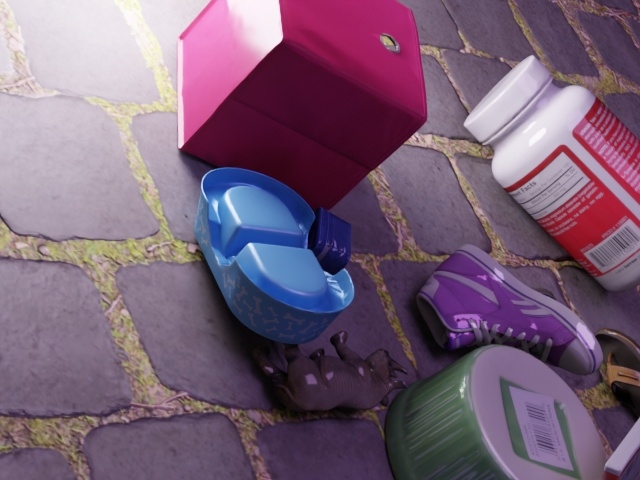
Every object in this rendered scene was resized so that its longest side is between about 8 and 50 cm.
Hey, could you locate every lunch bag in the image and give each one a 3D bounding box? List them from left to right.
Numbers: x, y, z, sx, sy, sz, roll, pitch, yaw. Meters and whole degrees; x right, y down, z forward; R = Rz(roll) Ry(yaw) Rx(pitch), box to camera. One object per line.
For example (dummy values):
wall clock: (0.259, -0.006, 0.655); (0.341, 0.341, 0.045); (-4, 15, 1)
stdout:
lunch bag: (0.000, 0.000, 2.038); (0.065, 0.067, 0.098); (30, 37, -25)

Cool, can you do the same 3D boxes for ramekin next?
ramekin: (0.250, 0.289, 1.951); (0.303, 0.148, 0.303); (29, 38, -26)

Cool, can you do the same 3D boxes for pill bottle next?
pill bottle: (0.454, -0.121, 2.518); (0.408, 0.229, 0.229); (45, 34, -5)

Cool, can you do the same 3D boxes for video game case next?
video game case: (0.390, 0.380, 1.925); (0.025, 0.285, 0.204); (20, 26, 22)

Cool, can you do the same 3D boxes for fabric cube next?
fabric cube: (-0.032, -0.239, 2.073); (0.258, 0.259, 0.254); (26, 41, -29)

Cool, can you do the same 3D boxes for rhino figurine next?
rhino figurine: (0.028, 0.178, 1.883); (0.243, 0.073, 0.106); (4, 47, -43)

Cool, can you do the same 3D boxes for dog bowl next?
dog bowl: (-0.070, 0.021, 1.873); (0.166, 0.074, 0.297); (7, 35, -32)

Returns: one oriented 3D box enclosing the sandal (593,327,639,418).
sandal: (0.512, 0.244, 2.366); (0.060, 0.090, 0.219); (-17, 75, -30)

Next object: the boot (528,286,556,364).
boot: (0.329, 0.174, 2.221); (0.190, 0.076, 0.208); (-3, 50, -33)

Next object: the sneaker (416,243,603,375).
sneaker: (0.268, 0.141, 2.121); (0.282, 0.102, 0.161); (34, 56, 22)
